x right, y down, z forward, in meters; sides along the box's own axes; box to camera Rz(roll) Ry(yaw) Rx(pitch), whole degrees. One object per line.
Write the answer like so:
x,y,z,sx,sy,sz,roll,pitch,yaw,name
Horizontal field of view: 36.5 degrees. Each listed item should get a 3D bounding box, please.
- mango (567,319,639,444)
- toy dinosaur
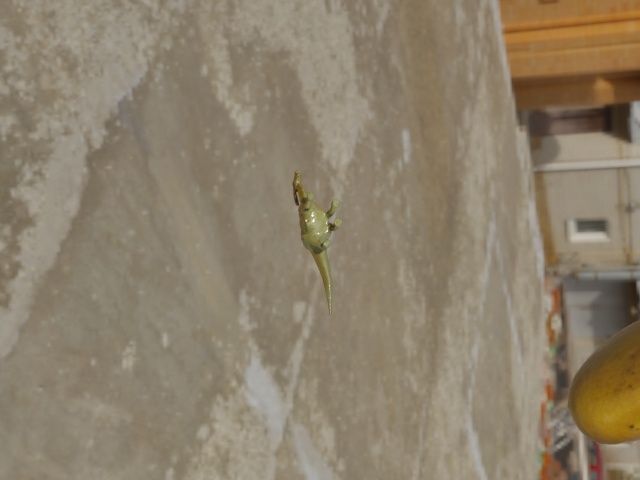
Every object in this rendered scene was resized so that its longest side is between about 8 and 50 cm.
0.280,0.100,0.747,0.090,0.178,0.115,62,26,-18,mango
0.001,-0.002,0.733,0.026,0.041,0.113,-14,81,-33,toy dinosaur
